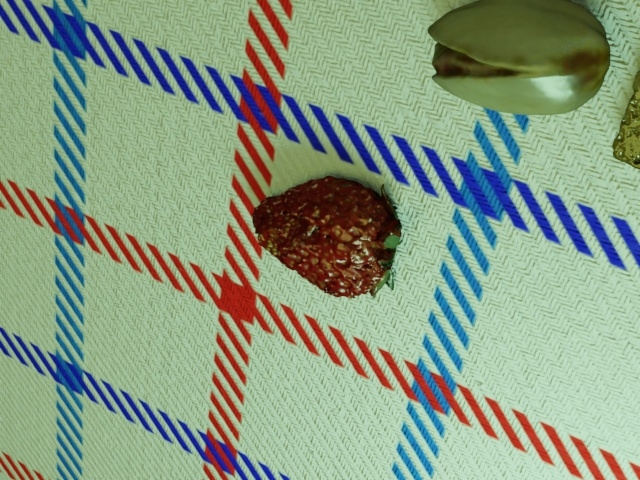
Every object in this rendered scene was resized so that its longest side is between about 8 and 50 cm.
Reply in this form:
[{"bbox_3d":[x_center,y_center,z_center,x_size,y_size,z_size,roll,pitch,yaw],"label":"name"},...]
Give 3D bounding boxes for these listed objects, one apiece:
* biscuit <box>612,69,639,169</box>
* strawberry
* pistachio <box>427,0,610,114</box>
[{"bbox_3d":[0.436,-0.107,1.086,0.231,0.025,0.131,24,119,20],"label":"biscuit"},{"bbox_3d":[-0.003,-0.014,1.372,0.228,0.098,0.174,26,126,17],"label":"strawberry"},{"bbox_3d":[0.213,-0.201,1.108,0.215,0.144,0.144,8,119,37],"label":"pistachio"}]
